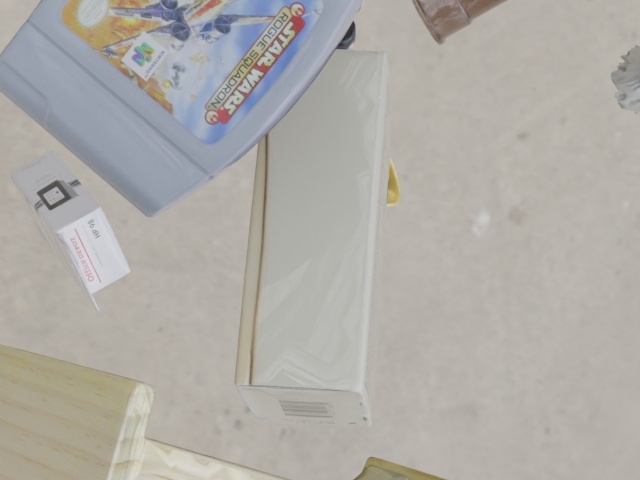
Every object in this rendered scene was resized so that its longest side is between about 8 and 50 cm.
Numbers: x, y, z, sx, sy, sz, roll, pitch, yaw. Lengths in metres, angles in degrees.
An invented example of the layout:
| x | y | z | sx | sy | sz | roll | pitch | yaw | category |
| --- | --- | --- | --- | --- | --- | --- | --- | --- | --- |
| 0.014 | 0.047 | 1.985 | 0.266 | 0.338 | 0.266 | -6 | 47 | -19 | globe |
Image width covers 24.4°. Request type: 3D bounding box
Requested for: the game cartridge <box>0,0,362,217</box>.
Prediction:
| x | y | z | sx | sy | sz | roll | pitch | yaw | category |
| --- | --- | --- | --- | --- | --- | --- | --- | --- | --- |
| -0.091 | -0.173 | 1.119 | 0.297 | 0.198 | 0.062 | -50 | 174 | 12 | game cartridge |

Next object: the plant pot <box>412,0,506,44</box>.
| x | y | z | sx | sy | sz | roll | pitch | yaw | category |
| --- | --- | --- | --- | --- | --- | --- | --- | --- | --- |
| 0.169 | -0.315 | 1.564 | 0.167 | 0.165 | 0.167 | -22 | 90 | -77 | plant pot |

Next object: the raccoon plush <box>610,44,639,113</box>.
| x | y | z | sx | sy | sz | roll | pitch | yaw | category |
| --- | --- | --- | --- | --- | --- | --- | --- | --- | --- |
| 0.575 | -0.183 | 1.557 | 0.299 | 0.446 | 0.216 | 45 | 49 | -28 | raccoon plush |

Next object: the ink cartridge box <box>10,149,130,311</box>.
| x | y | z | sx | sy | sz | roll | pitch | yaw | category |
| --- | --- | --- | --- | --- | --- | --- | --- | --- | --- |
| -0.274 | -0.011 | 1.661 | 0.060 | 0.180 | 0.104 | -31 | 132 | -14 | ink cartridge box |

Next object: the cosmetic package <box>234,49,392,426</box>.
| x | y | z | sx | sy | sz | roll | pitch | yaw | category |
| --- | --- | --- | --- | --- | --- | --- | --- | --- | --- |
| 0.000 | 0.000 | 1.324 | 0.160 | 0.113 | 0.309 | 77 | 16 | -70 | cosmetic package |

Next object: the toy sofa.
| x | y | z | sx | sy | sz | roll | pitch | yaw | category |
| --- | --- | --- | --- | --- | --- | --- | --- | --- | --- |
| -0.048 | 0.196 | 0.888 | 0.362 | 0.150 | 0.177 | 25 | 79 | -42 | toy sofa |

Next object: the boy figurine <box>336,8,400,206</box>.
| x | y | z | sx | sy | sz | roll | pitch | yaw | category |
| --- | --- | --- | --- | --- | --- | --- | --- | --- | --- |
| 0.021 | -0.124 | 1.561 | 0.285 | 0.092 | 0.177 | 74 | 20 | -44 | boy figurine |
